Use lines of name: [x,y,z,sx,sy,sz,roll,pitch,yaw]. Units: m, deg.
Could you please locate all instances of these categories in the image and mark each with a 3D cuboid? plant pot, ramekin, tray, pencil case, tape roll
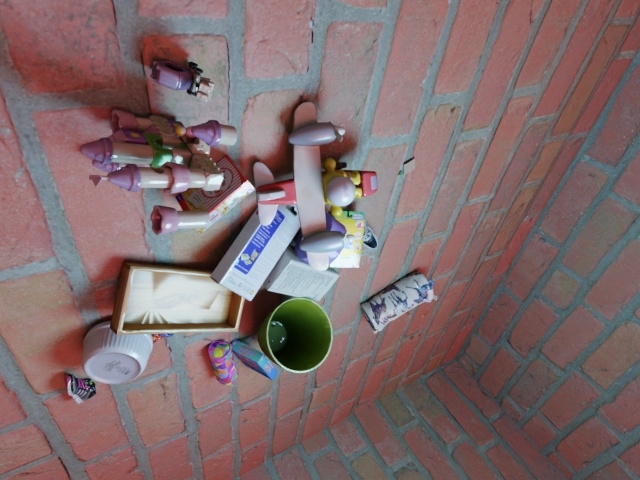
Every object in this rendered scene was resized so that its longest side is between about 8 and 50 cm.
plant pot: [-0.141,0.387,1.641,0.274,0.275,0.293,-13,172,-31]
ramekin: [-0.648,0.363,1.291,0.207,0.109,0.207,-7,128,-9]
tray: [-0.439,0.192,1.316,0.410,0.076,0.203,11,92,-44]
pencil case: [-0.407,0.513,1.704,0.104,0.104,0.236,-22,141,-22]
pencil case: [0.403,0.323,2.120,0.410,0.183,0.160,-29,141,-13]
tape roll: [0.000,0.000,1.449,0.080,0.189,0.189,34,103,-31]

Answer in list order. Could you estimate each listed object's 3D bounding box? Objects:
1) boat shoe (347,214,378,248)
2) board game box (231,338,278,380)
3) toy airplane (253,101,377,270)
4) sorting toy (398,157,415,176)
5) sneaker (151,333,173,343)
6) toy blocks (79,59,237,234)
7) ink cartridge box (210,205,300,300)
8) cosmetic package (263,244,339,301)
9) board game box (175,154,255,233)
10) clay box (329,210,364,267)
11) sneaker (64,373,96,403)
boat shoe: [0.180,-0.033,1.664,0.079,0.081,0.227,-43,140,5]
board game box: [-0.286,0.518,1.754,0.047,0.160,0.210,-56,149,-28]
toy airplane: [-0.012,-0.154,1.215,0.386,0.272,0.384,41,77,-30]
sorting toy: [0.341,-0.286,1.607,0.083,0.012,0.062,-33,146,-15]
sneaker: [-0.548,0.303,1.384,0.221,0.087,0.083,-44,141,5]
toy blocks: [-0.374,-0.207,0.864,0.260,0.288,0.309,-4,133,-44]
ink cartridge box: [-0.196,0.011,1.363,0.371,0.069,0.176,-55,143,-8]
cosmetic package: [-0.087,0.123,1.558,0.153,0.129,0.296,-52,140,12]
board game box: [-0.294,-0.130,1.123,0.193,0.147,0.045,-40,142,-1]
clay box: [0.096,-0.007,1.569,0.127,0.053,0.222,2,103,-15]
sneaker: [-0.810,0.493,1.375,0.074,0.063,0.170,-19,142,-25]
